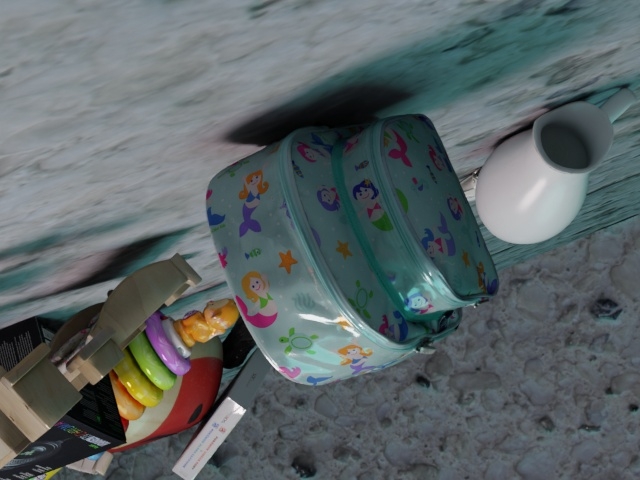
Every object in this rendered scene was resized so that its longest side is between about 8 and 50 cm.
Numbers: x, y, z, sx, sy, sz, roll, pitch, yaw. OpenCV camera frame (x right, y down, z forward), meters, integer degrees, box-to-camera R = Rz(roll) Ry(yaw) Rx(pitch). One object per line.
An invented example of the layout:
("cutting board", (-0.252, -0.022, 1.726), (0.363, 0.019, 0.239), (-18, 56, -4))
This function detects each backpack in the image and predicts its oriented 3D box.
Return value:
("backpack", (0.025, 0.004, 1.193), (0.191, 0.225, 0.253), (-26, 172, 31))

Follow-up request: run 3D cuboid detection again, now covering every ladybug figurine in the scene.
("ladybug figurine", (-0.302, 0.259, 2.358), (0.305, 0.162, 0.449), (-22, 172, 11))

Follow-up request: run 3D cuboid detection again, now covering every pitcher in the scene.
("pitcher", (0.280, -0.091, 1.643), (0.177, 0.125, 0.207), (-33, 168, -27))

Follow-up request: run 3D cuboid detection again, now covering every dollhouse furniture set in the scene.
("dollhouse furniture set", (-0.260, 0.052, 1.456), (0.355, 0.174, 0.303), (-45, -175, -33))

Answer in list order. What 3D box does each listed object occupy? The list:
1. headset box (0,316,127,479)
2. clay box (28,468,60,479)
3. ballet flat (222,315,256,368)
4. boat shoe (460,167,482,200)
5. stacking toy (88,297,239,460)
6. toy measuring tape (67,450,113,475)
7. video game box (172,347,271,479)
("headset box", (-0.432, 0.231, 1.790), (0.283, 0.131, 0.246), (-20, 160, 5))
("clay box", (-0.462, 0.317, 1.931), (0.222, 0.127, 0.053), (-41, 159, -6))
("ballet flat", (-0.128, 0.168, 2.474), (0.049, 0.057, 0.173), (-2, 144, -46))
("boat shoe", (0.213, -0.082, 1.814), (0.100, 0.035, 0.035), (-20, 146, 27))
("stacking toy", (-0.247, 0.166, 1.997), (0.301, 0.166, 0.175), (-32, -179, 5))
("toy measuring tape", (-0.475, 0.305, 2.201), (0.330, 0.121, 0.121), (8, -169, 37))
("video game box", (-0.168, 0.303, 2.437), (0.187, 0.048, 0.205), (-55, -179, 24))
